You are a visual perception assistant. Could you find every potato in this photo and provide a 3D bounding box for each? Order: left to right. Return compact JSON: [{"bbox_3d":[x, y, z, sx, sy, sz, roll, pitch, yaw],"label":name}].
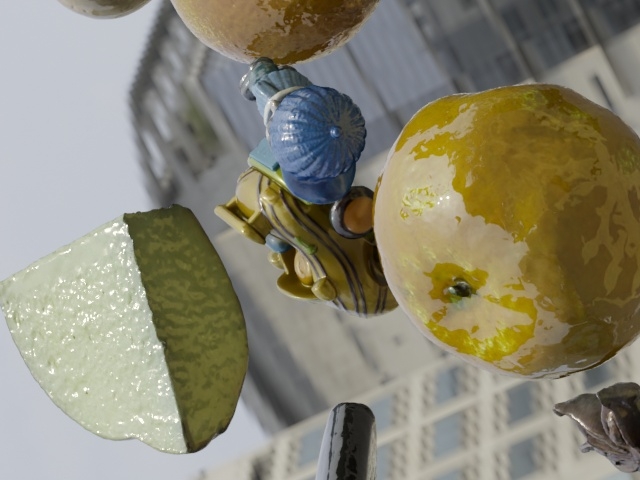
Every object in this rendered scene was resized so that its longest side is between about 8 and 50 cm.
[{"bbox_3d":[-0.113,0.066,1.193,0.081,0.120,0.149,-6,-104,-52],"label":"potato"}]

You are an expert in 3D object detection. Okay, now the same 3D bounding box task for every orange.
[{"bbox_3d":[-0.043,-0.277,1.928,0.236,0.236,0.236,53,-159,-31],"label":"orange"},{"bbox_3d":[0.182,-0.011,1.753,0.235,0.279,0.279,-42,-71,-35],"label":"orange"}]

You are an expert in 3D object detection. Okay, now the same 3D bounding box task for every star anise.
[{"bbox_3d":[0.307,0.188,1.876,0.063,0.171,0.208,-61,-39,-16],"label":"star anise"}]

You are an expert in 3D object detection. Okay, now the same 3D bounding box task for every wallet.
[{"bbox_3d":[0.011,0.345,1.739,0.406,0.062,0.228,-85,2,-59],"label":"wallet"}]

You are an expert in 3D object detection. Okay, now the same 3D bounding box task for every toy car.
[{"bbox_3d":[0.000,0.000,2.177,0.248,0.142,0.200,41,177,-28],"label":"toy car"}]

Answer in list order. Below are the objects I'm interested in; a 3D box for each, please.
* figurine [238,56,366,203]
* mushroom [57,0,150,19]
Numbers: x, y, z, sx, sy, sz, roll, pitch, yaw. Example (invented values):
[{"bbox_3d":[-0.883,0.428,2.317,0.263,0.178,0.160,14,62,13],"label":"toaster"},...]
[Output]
[{"bbox_3d":[-0.013,-0.094,1.533,0.086,0.087,0.149,25,-160,-30],"label":"figurine"},{"bbox_3d":[-0.288,-0.402,2.650,0.204,0.204,0.204,53,-159,-31],"label":"mushroom"}]
